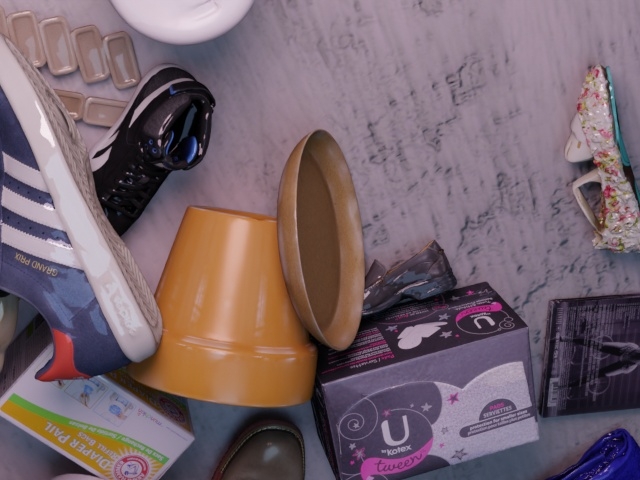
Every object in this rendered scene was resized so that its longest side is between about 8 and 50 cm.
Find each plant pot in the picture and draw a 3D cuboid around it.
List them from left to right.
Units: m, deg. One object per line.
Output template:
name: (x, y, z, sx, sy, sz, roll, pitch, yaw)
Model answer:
plant pot: (-0.094, 0.063, 1.170, 0.205, 0.205, 0.188, 9, 94, -16)
plant pot: (0.000, 0.000, 1.150, 0.032, 0.236, 0.236, -5, 115, 18)

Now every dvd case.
dvd case: (0.394, 0.145, 1.400, 0.221, 0.018, 0.164, -4, 111, -11)

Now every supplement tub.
supplement tub: (-0.136, -0.270, 1.013, 0.144, 0.199, 0.144, -4, 112, -11)

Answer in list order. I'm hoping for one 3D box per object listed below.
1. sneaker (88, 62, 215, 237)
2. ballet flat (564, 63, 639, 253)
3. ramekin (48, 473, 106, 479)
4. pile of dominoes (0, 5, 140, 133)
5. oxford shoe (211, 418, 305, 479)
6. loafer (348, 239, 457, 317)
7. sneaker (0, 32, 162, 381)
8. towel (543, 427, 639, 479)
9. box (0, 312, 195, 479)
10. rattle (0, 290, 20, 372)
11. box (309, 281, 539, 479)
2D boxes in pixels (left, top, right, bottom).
sneaker: (-0.185, -0.074, 1.111, 0.079, 0.121, 0.217, 23, 101, -33)
ballet flat: (0.328, -0.085, 1.262, 0.077, 0.091, 0.241, -14, 112, 17)
ramekin: (-0.242, 0.407, 1.210, 0.277, 0.135, 0.277, 19, 134, 21)
pile of dominoes: (-0.315, -0.146, 1.124, 0.251, 0.040, 0.196, 7, 109, -24)
oxford shoe: (-0.083, 0.388, 1.324, 0.123, 0.130, 0.348, 9, 109, -16)
loafer: (0.073, 0.051, 1.274, 0.170, 0.062, 0.061, -18, 92, -9)
sneaker: (-0.287, -0.023, 1.046, 0.148, 0.131, 0.350, -24, 90, 2)
towel: (0.398, 0.429, 1.483, 0.227, 0.076, 0.308, -35, 115, 3)
box: (-0.252, 0.180, 1.213, 0.203, 0.114, 0.103, 39, 99, -25)
rattle: (-0.334, 0.094, 1.176, 0.143, 0.130, 0.199, -12, 109, -57)
box: (0.116, 0.174, 1.279, 0.247, 0.142, 0.163, -14, 113, -7)
